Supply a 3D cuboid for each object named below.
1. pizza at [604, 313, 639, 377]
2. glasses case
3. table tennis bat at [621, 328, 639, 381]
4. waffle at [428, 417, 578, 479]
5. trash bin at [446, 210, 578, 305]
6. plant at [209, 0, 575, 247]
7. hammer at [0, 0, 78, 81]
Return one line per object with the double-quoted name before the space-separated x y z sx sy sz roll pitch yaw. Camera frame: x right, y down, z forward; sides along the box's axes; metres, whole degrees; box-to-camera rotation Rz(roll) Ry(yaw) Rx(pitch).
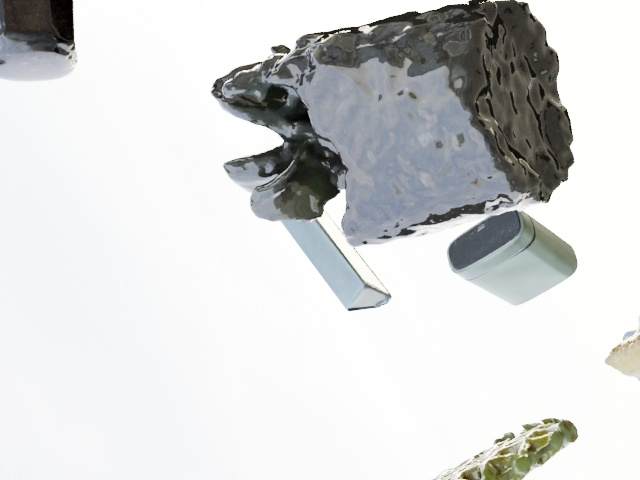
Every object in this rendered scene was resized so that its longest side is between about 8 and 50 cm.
"pizza" 0.414 0.009 1.187 0.075 0.280 0.287 32 -140 -8
"glasses case" 0.000 0.000 1.677 0.266 0.056 0.105 53 -167 30
"table tennis bat" 0.515 0.207 1.714 0.100 0.019 0.155 35 149 60
"waffle" 0.147 0.218 1.007 0.184 0.169 0.036 -26 -97 -21
"trash bin" 0.244 0.022 1.379 0.130 0.116 0.059 29 -140 -40
"plant" 0.059 -0.090 0.915 0.199 0.276 0.188 -18 -80 -52
"hammer" -0.122 -0.280 1.016 0.095 0.409 0.242 101 166 -76
